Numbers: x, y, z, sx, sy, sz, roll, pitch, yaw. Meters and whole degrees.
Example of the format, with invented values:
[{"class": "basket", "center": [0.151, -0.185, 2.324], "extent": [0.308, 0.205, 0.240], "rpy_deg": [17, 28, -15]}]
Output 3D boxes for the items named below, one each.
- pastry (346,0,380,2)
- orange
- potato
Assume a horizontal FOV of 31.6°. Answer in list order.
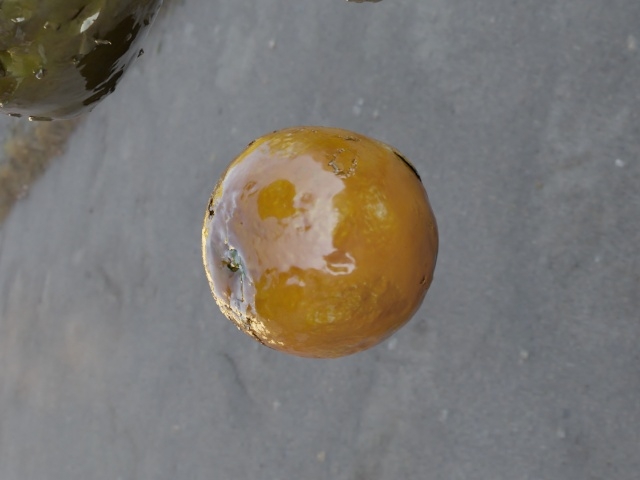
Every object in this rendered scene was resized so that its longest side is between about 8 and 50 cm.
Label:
[{"class": "pastry", "center": [0.048, -0.320, 1.147], "extent": [0.153, 0.081, 0.153], "rpy_deg": [11, 107, 39]}, {"class": "orange", "center": [0.000, 0.000, 1.166], "extent": [0.246, 0.246, 0.246], "rpy_deg": [-30, 54, 53]}, {"class": "potato", "center": [-0.202, -0.174, 0.866], "extent": [0.191, 0.141, 0.296], "rpy_deg": [-41, 6, -2]}]
